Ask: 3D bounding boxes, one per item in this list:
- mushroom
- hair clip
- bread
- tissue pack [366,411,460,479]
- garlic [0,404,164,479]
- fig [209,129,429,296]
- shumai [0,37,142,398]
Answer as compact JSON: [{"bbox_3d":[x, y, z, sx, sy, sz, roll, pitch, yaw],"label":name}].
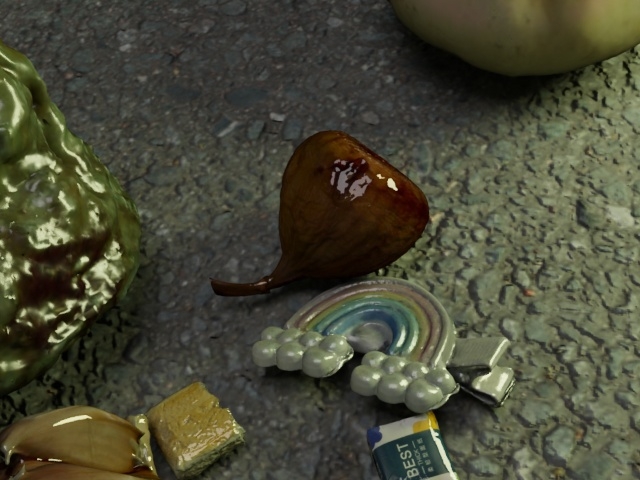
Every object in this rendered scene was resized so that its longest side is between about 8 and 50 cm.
[{"bbox_3d":[0.233,-0.348,1.171,0.325,0.353,0.353,21,55,-13],"label":"mushroom"},{"bbox_3d":[0.062,0.092,1.017,0.220,0.054,0.140,15,46,25],"label":"hair clip"},{"bbox_3d":[-0.113,0.165,1.004,0.070,0.035,0.083,-34,49,-16],"label":"bread"},{"bbox_3d":[0.078,0.189,0.947,0.062,0.042,0.083,-15,53,-5],"label":"tissue pack"},{"bbox_3d":[-0.178,0.238,0.889,0.214,0.191,0.160,46,112,27],"label":"garlic"},{"bbox_3d":[0.000,0.000,1.066,0.201,0.134,0.146,-50,31,-3],"label":"fig"},{"bbox_3d":[-0.360,-0.062,0.990,0.395,0.348,0.395,-5,33,3],"label":"shumai"}]
